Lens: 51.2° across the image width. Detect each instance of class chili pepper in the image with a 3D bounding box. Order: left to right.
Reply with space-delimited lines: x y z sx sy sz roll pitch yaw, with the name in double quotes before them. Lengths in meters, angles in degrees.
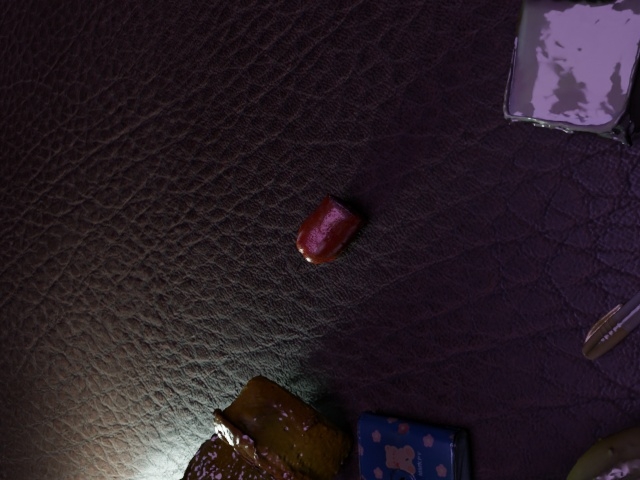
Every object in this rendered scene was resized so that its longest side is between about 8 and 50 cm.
"chili pepper" 0.000 0.000 1.214 0.192 0.084 0.086 -52 43 26

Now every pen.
"pen" 0.422 0.073 0.864 0.233 0.032 0.040 -55 35 28

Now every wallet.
"wallet" 0.153 0.369 1.112 0.202 0.059 0.141 -1 94 42

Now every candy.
"candy" 0.344 -0.224 0.843 0.184 0.137 0.195 17 106 41

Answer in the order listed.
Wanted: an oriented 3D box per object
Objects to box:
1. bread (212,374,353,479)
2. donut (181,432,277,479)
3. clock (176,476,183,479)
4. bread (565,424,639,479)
"bread" -0.083 0.348 1.233 0.260 0.147 0.160 30 70 36
"donut" -0.153 0.512 1.337 0.272 0.107 0.272 -12 64 25
"clock" -0.297 0.617 1.377 0.096 0.308 0.235 -49 62 34
"bread" 0.392 0.333 0.804 0.192 0.171 0.314 29 118 24
